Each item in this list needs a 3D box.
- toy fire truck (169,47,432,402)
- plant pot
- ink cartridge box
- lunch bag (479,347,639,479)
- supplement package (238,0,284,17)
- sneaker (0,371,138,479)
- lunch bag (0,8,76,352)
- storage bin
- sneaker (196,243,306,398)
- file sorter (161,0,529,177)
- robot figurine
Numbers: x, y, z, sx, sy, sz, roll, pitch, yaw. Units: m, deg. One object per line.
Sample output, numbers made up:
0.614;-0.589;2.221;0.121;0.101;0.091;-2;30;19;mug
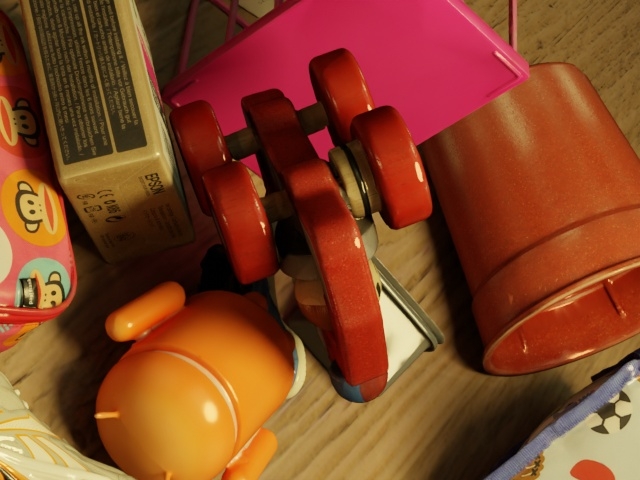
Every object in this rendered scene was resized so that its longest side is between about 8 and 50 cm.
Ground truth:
0.000;0.000;1.529;0.302;0.169;0.254;-120;-170;-58;toy fire truck
0.250;-0.032;1.945;0.272;0.272;0.265;4;57;-50;plant pot
-0.176;-0.108;1.491;0.235;0.088;0.193;79;-3;-73;ink cartridge box
0.352;0.285;1.820;0.328;0.239;0.385;53;7;9;lunch bag
-0.062;-0.345;1.877;0.105;0.105;0.179;30;47;-36;supplement package
-0.233;0.150;1.351;0.262;0.099;0.121;25;45;-41;sneaker
-0.330;-0.058;1.354;0.258;0.120;0.293;4;63;-46;lunch bag
0.034;0.084;1.737;0.135;0.098;0.091;50;65;-17;storage bin
-0.068;0.072;1.632;0.084;0.058;0.152;18;50;-52;sneaker
0.027;-0.208;1.743;0.202;0.290;0.182;38;39;-30;file sorter
-0.105;0.123;1.498;0.219;0.128;0.158;-46;140;-54;robot figurine
